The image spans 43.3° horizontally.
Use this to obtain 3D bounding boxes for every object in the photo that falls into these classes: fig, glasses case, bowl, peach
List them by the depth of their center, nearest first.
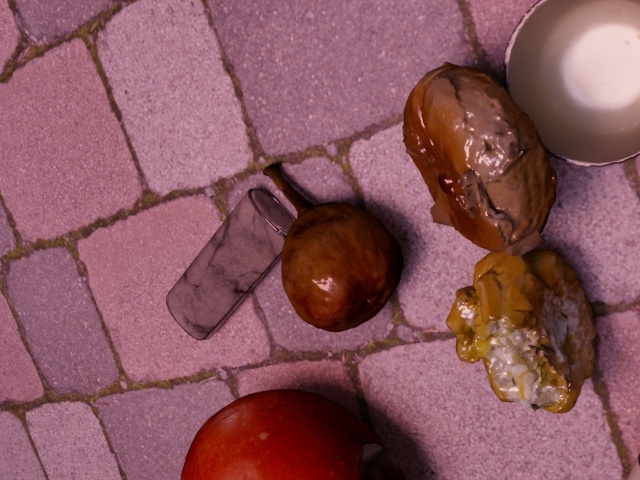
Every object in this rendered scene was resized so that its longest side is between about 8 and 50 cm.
[{"bbox_3d":[0.332,-0.199,0.951,0.211,0.112,0.211,10,111,28],"label":"bowl"},{"bbox_3d":[0.010,-0.013,1.187,0.190,0.190,0.290,-28,75,35],"label":"fig"},{"bbox_3d":[-0.017,0.416,1.239,0.310,0.335,0.406,-40,65,33],"label":"peach"},{"bbox_3d":[-0.155,0.046,1.363,0.114,0.060,0.299,47,124,8],"label":"glasses case"}]

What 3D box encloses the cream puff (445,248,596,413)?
[{"bbox_3d":[0.262,0.111,1.080,0.194,0.195,0.221,-18,109,34],"label":"cream puff"}]

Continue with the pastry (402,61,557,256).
[{"bbox_3d":[0.184,-0.099,1.001,0.236,0.120,0.257,53,171,48],"label":"pastry"}]

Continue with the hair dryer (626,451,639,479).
[{"bbox_3d":[0.578,0.343,1.004,0.362,0.128,0.203,21,116,15],"label":"hair dryer"}]
